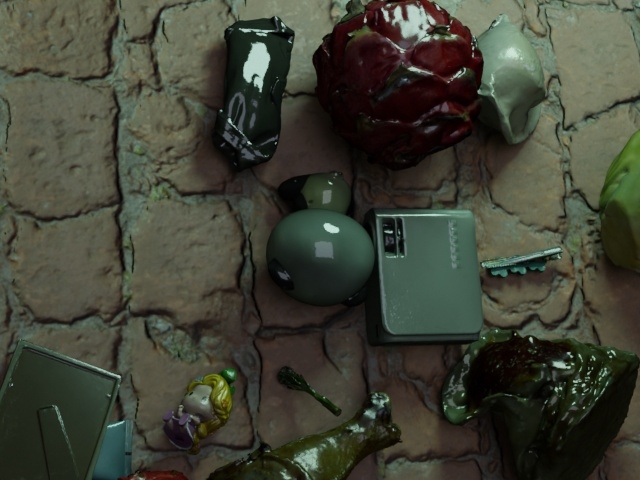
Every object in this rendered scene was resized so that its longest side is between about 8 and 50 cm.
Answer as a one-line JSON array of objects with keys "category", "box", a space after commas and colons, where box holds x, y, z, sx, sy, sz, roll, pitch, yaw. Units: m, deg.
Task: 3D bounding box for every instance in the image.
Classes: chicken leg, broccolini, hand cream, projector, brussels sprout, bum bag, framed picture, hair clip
[{"category": "chicken leg", "box": [-0.003, 0.412, 1.823, 0.361, 0.140, 0.211, -21, 75, -16]}, {"category": "broccolini", "box": [-0.022, 0.268, 1.880, 0.140, 0.030, 0.035, 36, 76, 29]}, {"category": "hand cream", "box": [-0.463, 0.345, 1.761, 0.312, 0.070, 0.111, 7, 73, -22]}, {"category": "projector", "box": [0.182, 0.068, 1.980, 0.198, 0.108, 0.250, 0, 78, -16]}, {"category": "brussels sprout", "box": [0.702, -0.083, 2.077, 0.344, 0.268, 0.344, 0, 88, -11]}, {"category": "bum bag", "box": [-0.131, -0.279, 1.995, 0.142, 0.079, 0.326, 16, 69, -19]}, {"category": "framed picture", "box": [-0.443, 0.301, 1.741, 0.189, 0.023, 0.260, 22, 55, -15]}, {"category": "hair clip", "box": [0.390, 0.045, 2.077, 0.173, 0.049, 0.049, -9, 79, -12]}]

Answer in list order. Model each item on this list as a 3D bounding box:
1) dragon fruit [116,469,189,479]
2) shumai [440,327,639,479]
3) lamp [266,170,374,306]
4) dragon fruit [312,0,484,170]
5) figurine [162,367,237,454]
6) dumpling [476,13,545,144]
[{"category": "dragon fruit", "box": [-0.257, 0.482, 1.686, 0.241, 0.241, 0.252, -34, 58, -21]}, {"category": "shumai", "box": [0.396, 0.271, 1.961, 0.288, 0.292, 0.330, 28, 54, 32]}, {"category": "lamp", "box": [0.000, 0.000, 1.914, 0.197, 0.198, 0.244, 9, 57, -13]}, {"category": "dragon fruit", "box": [0.147, -0.289, 1.954, 0.329, 0.329, 0.329, 4, 76, -15]}, {"category": "figurine", "box": [-0.195, 0.295, 1.838, 0.094, 0.115, 0.156, 17, 47, 23]}, {"category": "dumpling", "box": [0.381, -0.313, 2.111, 0.243, 0.175, 0.227, -51, 122, -15]}]
